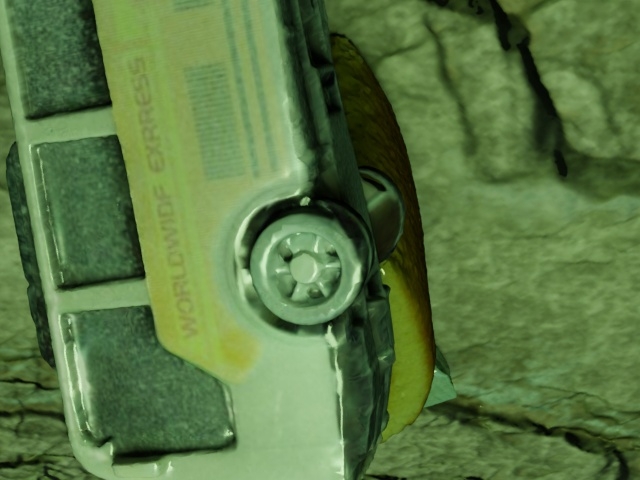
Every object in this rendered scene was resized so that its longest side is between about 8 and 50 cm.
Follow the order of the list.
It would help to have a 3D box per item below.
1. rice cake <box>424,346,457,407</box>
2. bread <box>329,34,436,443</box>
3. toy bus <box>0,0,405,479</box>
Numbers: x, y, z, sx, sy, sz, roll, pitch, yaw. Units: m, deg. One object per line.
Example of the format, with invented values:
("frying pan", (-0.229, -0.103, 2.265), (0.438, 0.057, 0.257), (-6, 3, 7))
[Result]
("rice cake", (-0.041, 0.093, 0.833), (0.237, 0.043, 0.127), (-21, 132, 21))
("bread", (0.000, 0.000, 0.634), (0.103, 0.172, 0.132), (-13, 135, 5))
("toy bus", (-0.052, -0.074, 0.478), (0.138, 0.097, 0.343), (-6, 99, 12))
